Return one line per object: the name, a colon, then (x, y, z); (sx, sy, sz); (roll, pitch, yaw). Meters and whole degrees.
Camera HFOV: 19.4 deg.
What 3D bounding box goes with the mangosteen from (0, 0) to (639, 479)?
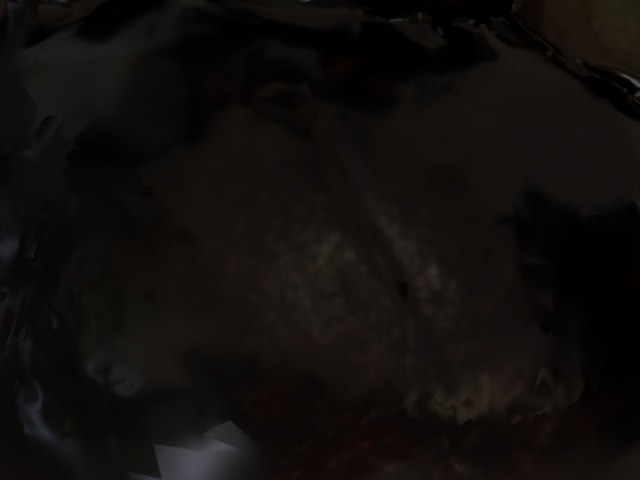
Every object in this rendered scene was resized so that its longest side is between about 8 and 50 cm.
mangosteen: (0.000, 0.000, 0.417); (0.210, 0.210, 0.210); (31, -143, -27)
